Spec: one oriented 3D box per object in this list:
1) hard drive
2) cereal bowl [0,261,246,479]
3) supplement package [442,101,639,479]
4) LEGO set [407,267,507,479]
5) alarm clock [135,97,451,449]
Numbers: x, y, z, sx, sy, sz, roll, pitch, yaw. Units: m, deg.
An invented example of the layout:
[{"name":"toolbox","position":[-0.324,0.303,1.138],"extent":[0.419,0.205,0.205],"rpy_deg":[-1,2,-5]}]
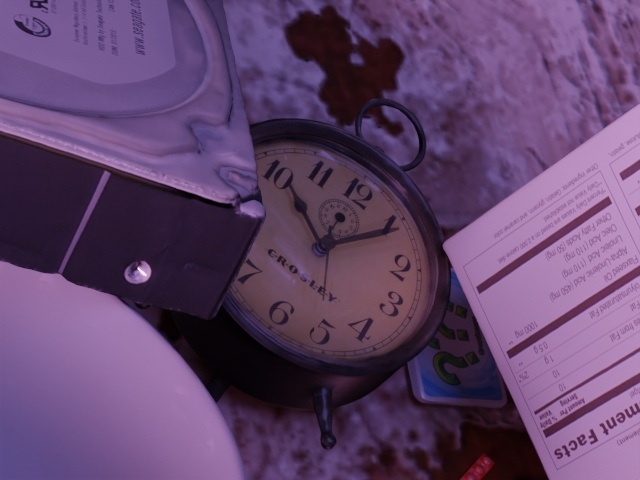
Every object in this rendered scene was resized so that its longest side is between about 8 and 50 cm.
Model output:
[{"name":"hard drive","position":[-0.195,-0.100,0.729],"extent":[0.338,0.064,0.237],"rpy_deg":[17,28,-19]},{"name":"cereal bowl","position":[-0.201,0.088,0.586],"extent":[0.339,0.141,0.339],"rpy_deg":[23,20,-9]},{"name":"supplement package","position":[0.231,0.010,0.843],"extent":[0.261,0.204,0.145],"rpy_deg":[-4,64,-46]},{"name":"LEGO set","position":[0.138,0.115,0.857],"extent":[0.182,0.060,0.244],"rpy_deg":[7,57,-25]},{"name":"alarm clock","position":[0.000,0.000,0.842],"extent":[0.129,0.064,0.192],"rpy_deg":[38,54,-5]}]
